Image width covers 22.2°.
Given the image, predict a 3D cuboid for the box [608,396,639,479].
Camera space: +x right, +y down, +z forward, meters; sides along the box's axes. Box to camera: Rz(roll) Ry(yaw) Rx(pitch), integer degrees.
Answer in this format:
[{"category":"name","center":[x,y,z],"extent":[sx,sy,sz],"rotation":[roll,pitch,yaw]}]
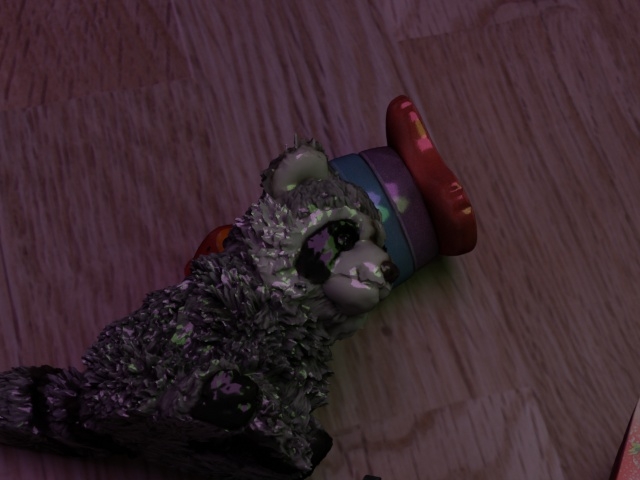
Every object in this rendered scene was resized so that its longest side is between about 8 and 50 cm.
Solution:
[{"category":"box","center":[0.317,0.315,1.508],"extent":[0.142,0.154,0.300],"rotation":[17,57,9]}]

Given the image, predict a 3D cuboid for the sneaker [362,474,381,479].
[{"category":"sneaker","center":[-0.041,0.268,1.528],"extent":[0.255,0.151,0.094],"rotation":[4,56,2]}]

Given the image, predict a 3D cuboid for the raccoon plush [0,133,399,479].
[{"category":"raccoon plush","center":[-0.140,0.053,1.569],"extent":[0.446,0.216,0.299],"rotation":[6,67,17]}]

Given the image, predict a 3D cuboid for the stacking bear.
[{"category":"stacking bear","center":[0.000,0.000,1.719],"extent":[0.289,0.164,0.175],"rotation":[-25,61,-6]}]
